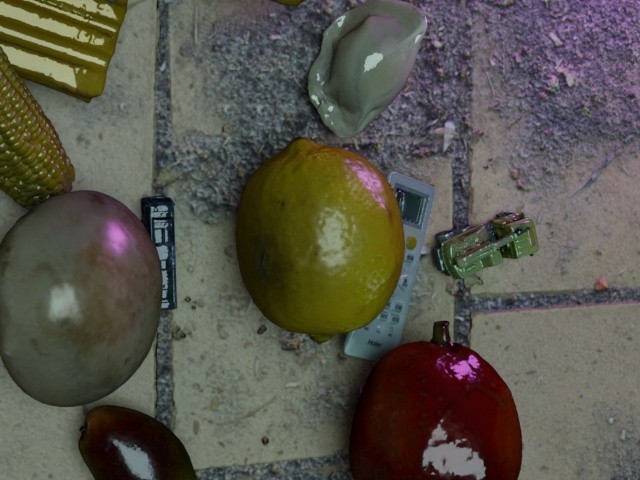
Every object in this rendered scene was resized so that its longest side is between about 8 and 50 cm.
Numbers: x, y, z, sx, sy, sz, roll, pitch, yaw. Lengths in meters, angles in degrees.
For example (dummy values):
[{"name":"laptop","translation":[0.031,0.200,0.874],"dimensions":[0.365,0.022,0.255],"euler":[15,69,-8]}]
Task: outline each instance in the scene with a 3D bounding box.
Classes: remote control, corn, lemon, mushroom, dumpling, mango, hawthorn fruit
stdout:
[{"name":"remote control","translation":[0.103,0.043,1.910],"dimensions":[0.103,0.051,0.293],"euler":[18,86,-39]},{"name":"corn","translation":[-0.435,-0.166,1.606],"dimensions":[0.130,0.130,0.347],"euler":[-45,139,-12]},{"name":"lemon","translation":[0.000,-0.003,1.767],"dimensions":[0.260,0.260,0.284],"euler":[-5,74,-20]},{"name":"mushroom","translation":[-0.367,0.074,1.660],"dimensions":[0.290,0.297,0.298],"euler":[6,92,17]},{"name":"dumpling","translation":[0.059,-0.272,1.846],"dimensions":[0.151,0.124,0.229],"euler":[33,90,19]},{"name":"mango","translation":[-0.249,0.348,1.774],"dimensions":[0.133,0.111,0.268],"euler":[-40,111,-25]},{"name":"hawthorn fruit","translation":[0.172,0.277,1.850],"dimensions":[0.265,0.265,0.307],"euler":[-2,88,-20]}]

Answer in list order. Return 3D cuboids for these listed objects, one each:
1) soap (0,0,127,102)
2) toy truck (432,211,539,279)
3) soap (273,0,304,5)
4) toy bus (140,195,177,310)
[{"name":"soap","translation":[-0.434,-0.332,1.665],"dimensions":[0.324,0.096,0.204],"euler":[18,87,-20]},{"name":"toy truck","translation":[0.269,0.010,1.944],"dimensions":[0.168,0.100,0.077],"euler":[-16,101,-18]},{"name":"soap","translation":[-0.125,-0.520,1.674],"dimensions":[0.115,0.306,0.427],"euler":[-24,109,14]},{"name":"toy bus","translation":[-0.235,0.019,1.778],"dimensions":[0.047,0.065,0.166],"euler":[-4,96,-19]}]
